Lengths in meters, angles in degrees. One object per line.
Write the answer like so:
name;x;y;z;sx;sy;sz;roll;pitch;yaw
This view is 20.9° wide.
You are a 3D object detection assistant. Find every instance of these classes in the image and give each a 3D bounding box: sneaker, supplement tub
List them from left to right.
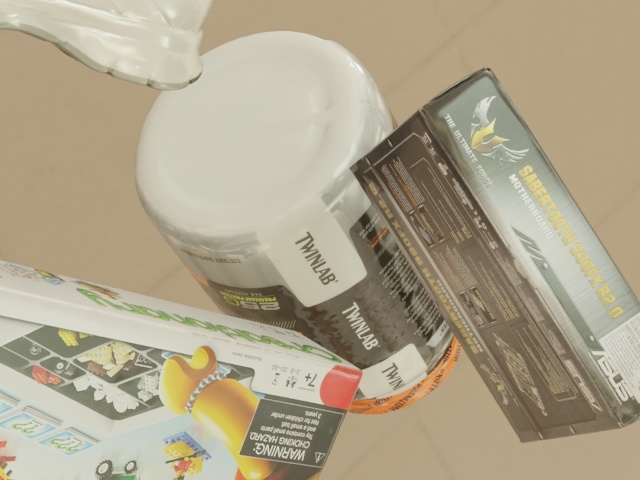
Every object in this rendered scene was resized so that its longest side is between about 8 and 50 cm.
sneaker;-0.188;-0.185;1.041;0.297;0.111;0.129;11;105;-39
supplement tub;0.000;0.000;1.446;0.207;0.207;0.338;-62;146;-21

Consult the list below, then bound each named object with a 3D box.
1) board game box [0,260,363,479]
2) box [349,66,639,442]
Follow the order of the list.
board game box;-0.132;0.106;0.663;0.305;0.053;0.193;16;99;-46
box;0.121;0.018;1.119;0.056;0.183;0.231;-32;88;-15
